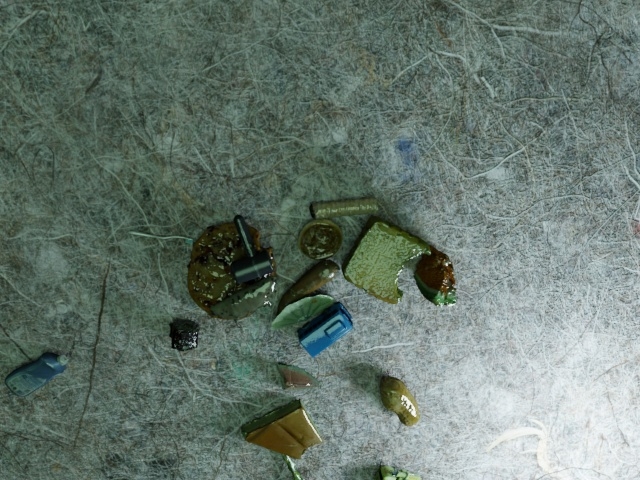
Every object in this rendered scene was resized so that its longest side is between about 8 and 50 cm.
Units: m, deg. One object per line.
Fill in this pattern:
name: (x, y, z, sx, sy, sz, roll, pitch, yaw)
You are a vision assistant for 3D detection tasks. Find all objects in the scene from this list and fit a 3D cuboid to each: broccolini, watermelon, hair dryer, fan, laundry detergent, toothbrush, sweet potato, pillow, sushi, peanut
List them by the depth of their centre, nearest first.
hair dryer: (-0.232, 0.014, 1.449, 0.124, 0.071, 0.219, -18, 100, -3)
pillow: (-0.231, 0.196, 1.509, 0.241, 0.051, 0.093, -28, 105, 4)
toothbrush: (-0.507, -0.014, 1.517, 0.204, 0.017, 0.022, 9, 85, -8)
laundry detergent: (-0.930, 0.436, 1.579, 0.206, 0.061, 0.096, -29, 104, 3)
sweet potato: (-0.053, 0.155, 1.579, 0.273, 0.075, 0.075, -40, 105, 11)
sushi: (-0.452, 0.312, 1.583, 0.094, 0.098, 0.084, 2, 110, -25)
fan: (-0.063, 0.240, 1.598, 0.240, 0.009, 0.131, -24, 137, -6)
watermelon: (-0.082, 0.501, 1.678, 0.155, 0.080, 0.101, 6, 115, -23)
peanut: (0.285, 0.583, 1.720, 0.108, 0.095, 0.226, -30, 111, 19)
broccolini: (-0.087, 0.869, 1.790, 0.058, 0.067, 0.216, -23, 97, -2)

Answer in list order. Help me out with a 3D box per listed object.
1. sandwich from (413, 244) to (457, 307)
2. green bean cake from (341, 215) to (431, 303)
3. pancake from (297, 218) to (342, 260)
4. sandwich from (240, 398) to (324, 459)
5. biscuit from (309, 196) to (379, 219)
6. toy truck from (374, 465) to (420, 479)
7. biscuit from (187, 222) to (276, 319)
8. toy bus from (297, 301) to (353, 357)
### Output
sandwich: (0.391, 0.122, 1.555, 0.109, 0.185, 0.159, 16, 107, -17)
green bean cake: (0.209, 0.062, 1.549, 0.233, 0.124, 0.236, 28, 101, -11)
pancake: (0.000, 0.000, 1.550, 0.158, 0.028, 0.158, -3, 122, -4)
sandwich: (-0.134, 0.719, 1.733, 0.245, 0.063, 0.212, -26, 108, 4)
biscuit: (0.075, -0.101, 1.524, 0.219, 0.061, 0.055, -8, 150, -2)
toy truck: (0.300, 0.919, 1.822, 0.169, 0.077, 0.100, 20, 106, -9)
biscuit: (-0.286, 0.108, 1.540, 0.290, 0.081, 0.334, 3, 107, -5)
toy bus: (0.019, 0.300, 1.608, 0.185, 0.106, 0.090, -37, 103, 5)
